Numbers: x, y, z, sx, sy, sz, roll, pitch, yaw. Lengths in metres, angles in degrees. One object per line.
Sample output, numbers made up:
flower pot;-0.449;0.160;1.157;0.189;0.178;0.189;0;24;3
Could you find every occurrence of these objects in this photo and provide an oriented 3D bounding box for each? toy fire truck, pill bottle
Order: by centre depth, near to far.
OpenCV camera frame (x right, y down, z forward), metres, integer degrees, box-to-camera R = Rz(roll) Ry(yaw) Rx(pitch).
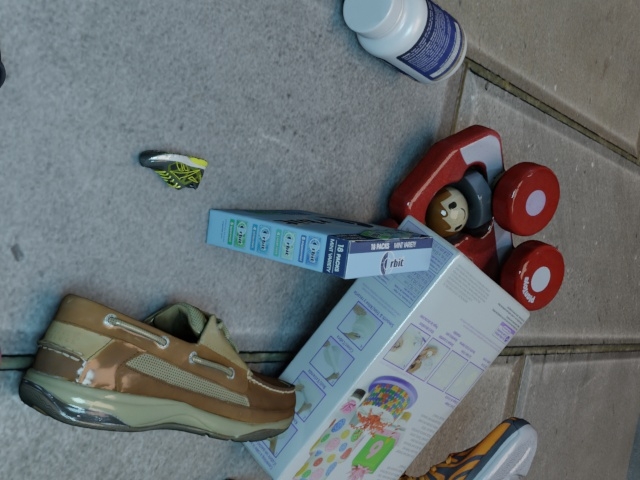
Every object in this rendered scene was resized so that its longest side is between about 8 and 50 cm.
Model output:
pill bottle;0.102;-0.259;1.040;0.169;0.094;0.094;14;88;-54
toy fire truck;0.190;0.007;1.197;0.254;0.169;0.302;-28;122;-24

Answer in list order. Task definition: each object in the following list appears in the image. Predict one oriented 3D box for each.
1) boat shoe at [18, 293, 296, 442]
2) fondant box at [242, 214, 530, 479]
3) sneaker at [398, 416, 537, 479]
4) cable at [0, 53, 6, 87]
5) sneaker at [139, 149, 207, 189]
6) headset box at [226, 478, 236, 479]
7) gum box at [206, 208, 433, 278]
boat shoe;-0.130;0.122;0.824;0.324;0.123;0.119;21;79;-54
fondant box;0.085;0.159;1.043;0.330;0.096;0.238;-52;141;2
sneaker;0.139;0.330;1.164;0.321;0.180;0.125;-51;142;8
cable;-0.301;-0.118;0.587;0.184;0.047;0.150;9;93;-54
sneaker;-0.141;-0.067;0.826;0.083;0.031;0.035;4;97;-53
headset box;-0.135;0.408;0.902;0.293;0.110;0.218;-17;113;-50
gum box;0.000;0.000;0.903;0.157;0.184;0.041;-2;101;-53
